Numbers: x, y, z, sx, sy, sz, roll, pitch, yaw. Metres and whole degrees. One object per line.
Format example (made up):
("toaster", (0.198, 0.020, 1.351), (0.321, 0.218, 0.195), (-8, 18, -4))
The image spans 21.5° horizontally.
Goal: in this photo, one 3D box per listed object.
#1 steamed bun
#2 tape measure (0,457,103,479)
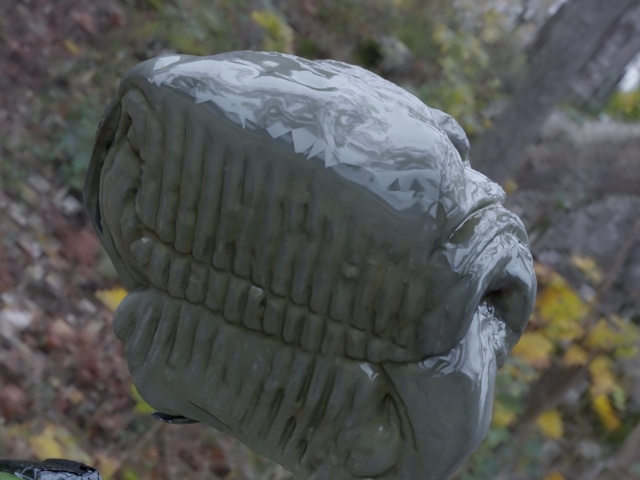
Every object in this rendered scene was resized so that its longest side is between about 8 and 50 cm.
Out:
("steamed bun", (0.000, 0.002, 0.815), (0.218, 0.144, 0.211), (22, -52, 12))
("tape measure", (-0.134, 0.166, 0.682), (0.087, 0.177, 0.154), (3, -55, 42))
